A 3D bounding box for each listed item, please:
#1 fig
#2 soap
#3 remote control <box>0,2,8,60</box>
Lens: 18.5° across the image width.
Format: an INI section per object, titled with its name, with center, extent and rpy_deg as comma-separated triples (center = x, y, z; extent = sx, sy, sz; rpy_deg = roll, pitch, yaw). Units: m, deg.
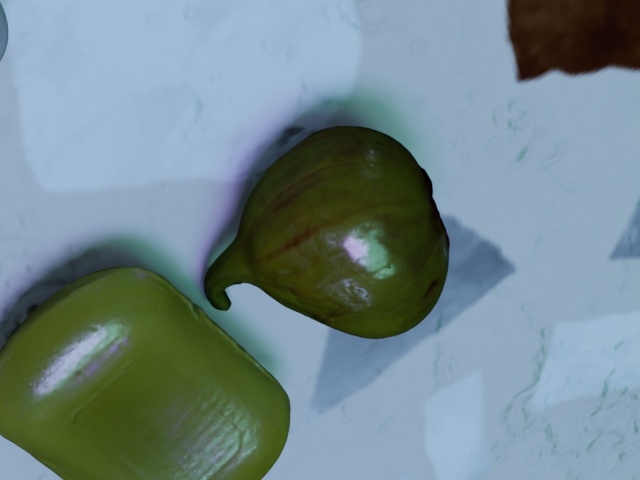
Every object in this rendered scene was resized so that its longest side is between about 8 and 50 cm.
[fig]
center = 0.000, 0.000, 0.764
extent = 0.098, 0.082, 0.084
rpy_deg = -14, 164, -2
[soap]
center = -0.071, 0.065, 0.780
extent = 0.089, 0.045, 0.140
rpy_deg = -45, 131, 0
[remote control]
center = -0.212, -0.126, 0.563
extent = 0.109, 0.055, 0.313
rpy_deg = -39, 131, -1
